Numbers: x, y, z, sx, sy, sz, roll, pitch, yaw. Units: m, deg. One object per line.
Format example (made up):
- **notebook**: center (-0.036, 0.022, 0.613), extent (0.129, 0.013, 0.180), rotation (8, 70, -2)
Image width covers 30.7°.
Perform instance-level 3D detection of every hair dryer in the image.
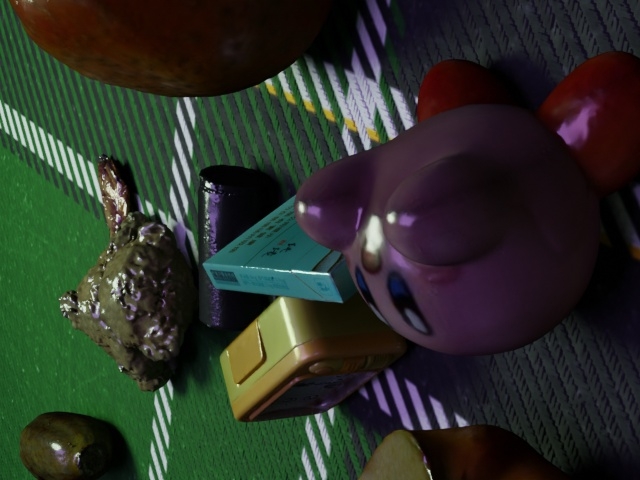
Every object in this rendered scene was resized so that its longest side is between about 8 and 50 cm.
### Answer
- **hair dryer**: center (-0.058, 0.028, 1.399), extent (0.251, 0.089, 0.197), rotation (19, 111, 46)

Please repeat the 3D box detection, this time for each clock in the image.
- **clock**: center (-0.011, 0.126, 1.287), extent (0.202, 0.143, 0.096), rotation (-44, 58, 50)

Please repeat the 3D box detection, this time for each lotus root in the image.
- **lotus root**: center (-0.424, 0.345, 1.936), extent (0.241, 0.124, 0.123), rotation (-12, 96, 56)

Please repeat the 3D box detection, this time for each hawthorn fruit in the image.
- **hawthorn fruit**: center (-0.182, -0.339, 1.243), extent (0.403, 0.403, 0.403), rotation (14, 107, 54)

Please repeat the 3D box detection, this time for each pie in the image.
- **pie**: center (-0.314, -0.057, 1.786), extent (0.092, 0.034, 0.170), rotation (-30, 71, 57)

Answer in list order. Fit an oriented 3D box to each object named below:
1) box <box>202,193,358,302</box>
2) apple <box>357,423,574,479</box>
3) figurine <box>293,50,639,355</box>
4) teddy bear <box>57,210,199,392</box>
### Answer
- **box**: center (0.000, 0.000, 1.228), extent (0.229, 0.162, 0.041), rotation (3, 125, 53)
- **apple**: center (0.119, 0.354, 1.026), extent (0.329, 0.295, 0.365), rotation (19, 110, 21)
- **figurine**: center (0.143, -0.015, 1.005), extent (0.270, 0.261, 0.211), rotation (7, 129, 53)
- **teddy bear**: center (-0.250, 0.078, 1.617), extent (0.256, 0.156, 0.267), rotation (-17, 80, 53)
